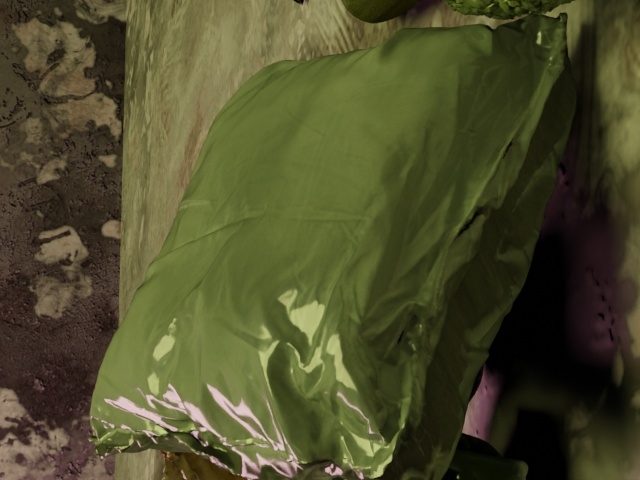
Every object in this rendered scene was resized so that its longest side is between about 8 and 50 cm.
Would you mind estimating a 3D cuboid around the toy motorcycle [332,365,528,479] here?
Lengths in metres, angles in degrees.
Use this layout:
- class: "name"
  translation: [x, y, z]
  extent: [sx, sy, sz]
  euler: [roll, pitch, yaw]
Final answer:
- class: "toy motorcycle"
  translation: [0.058, 0.179, 0.729]
  extent: [0.205, 0.127, 0.275]
  euler: [174, 97, -76]

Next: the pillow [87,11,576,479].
- class: "pillow"
  translation: [0.000, 0.000, 0.721]
  extent: [0.283, 0.138, 0.310]
  euler: [-8, 49, 46]

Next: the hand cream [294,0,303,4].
- class: "hand cream"
  translation: [-0.017, -0.310, 1.281]
  extent: [0.036, 0.023, 0.122]
  euler: [-130, 44, -51]

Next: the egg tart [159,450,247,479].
- class: "egg tart"
  translation: [-0.085, 0.135, 1.146]
  extent: [0.279, 0.095, 0.279]
  euler: [-17, -90, -73]

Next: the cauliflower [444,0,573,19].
- class: "cauliflower"
  translation: [0.099, -0.278, 0.635]
  extent: [0.250, 0.275, 0.272]
  euler: [-8, 40, 38]

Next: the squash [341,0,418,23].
- class: "squash"
  translation: [0.063, -0.211, 0.912]
  extent: [0.258, 0.069, 0.069]
  euler: [153, 120, -71]

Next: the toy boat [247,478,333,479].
- class: "toy boat"
  translation: [-0.030, 0.069, 1.048]
  extent: [0.133, 0.145, 0.332]
  euler: [76, -171, -59]
